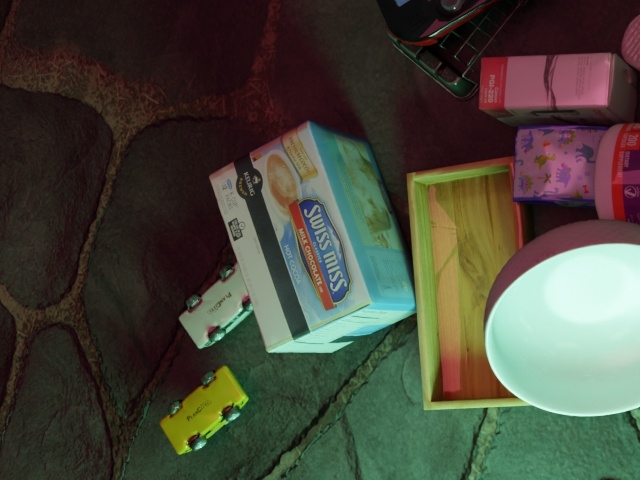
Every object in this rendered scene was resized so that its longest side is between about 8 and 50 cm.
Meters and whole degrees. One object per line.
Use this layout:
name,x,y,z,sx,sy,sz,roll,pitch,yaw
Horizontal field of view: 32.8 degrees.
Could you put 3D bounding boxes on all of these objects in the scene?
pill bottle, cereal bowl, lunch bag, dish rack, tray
pill bottle,0.585,-0.090,1.618,0.323,0.181,0.181,1,86,30
cereal bowl,0.414,0.102,1.664,0.339,0.339,0.141,-36,27,23
lunch bag,0.392,-0.120,1.771,0.151,0.096,0.129,3,85,8
dish rack,0.255,-0.410,1.908,0.208,0.074,0.271,45,106,25
tray,0.267,0.076,1.855,0.203,0.076,0.411,-8,81,30

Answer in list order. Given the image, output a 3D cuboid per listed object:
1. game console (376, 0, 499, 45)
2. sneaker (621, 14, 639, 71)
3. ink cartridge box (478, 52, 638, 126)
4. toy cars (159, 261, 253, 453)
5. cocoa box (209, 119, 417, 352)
game console,0.214,-0.557,1.850,0.342,0.060,0.386,-30,70,27
sneaker,0.617,-0.295,1.662,0.321,0.127,0.126,11,85,55
ink cartridge box,0.387,-0.241,1.761,0.218,0.158,0.092,1,85,31
toy cars,-0.195,0.226,2.112,0.176,0.087,0.394,9,87,26
cocoa box,0.000,0.000,1.926,0.228,0.231,0.347,-27,73,26
